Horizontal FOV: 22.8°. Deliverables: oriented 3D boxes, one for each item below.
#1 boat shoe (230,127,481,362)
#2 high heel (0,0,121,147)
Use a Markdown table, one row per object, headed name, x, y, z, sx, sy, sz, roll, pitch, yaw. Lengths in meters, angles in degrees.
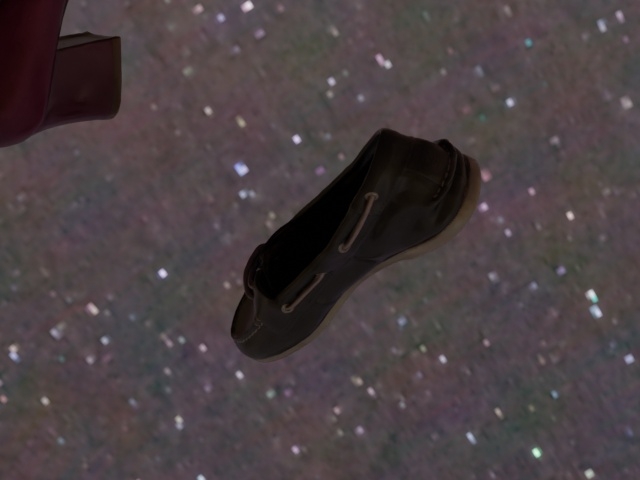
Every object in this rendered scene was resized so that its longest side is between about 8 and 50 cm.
| name | x | y | z | sx | sy | sz | roll | pitch | yaw |
| --- | --- | --- | --- | --- | --- | --- | --- | --- | --- |
| boat shoe | 0.000 | 0.000 | 1.349 | 0.335 | 0.095 | 0.112 | -37 | -145 | 45 |
| high heel | -0.263 | -0.264 | 1.282 | 0.181 | 0.377 | 0.127 | -13 | -171 | -37 |
